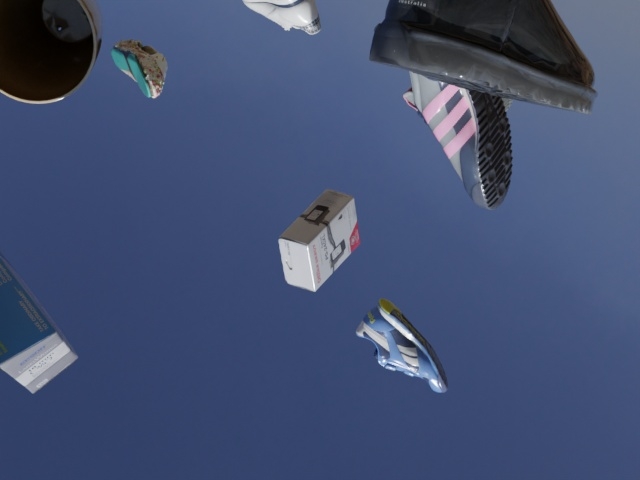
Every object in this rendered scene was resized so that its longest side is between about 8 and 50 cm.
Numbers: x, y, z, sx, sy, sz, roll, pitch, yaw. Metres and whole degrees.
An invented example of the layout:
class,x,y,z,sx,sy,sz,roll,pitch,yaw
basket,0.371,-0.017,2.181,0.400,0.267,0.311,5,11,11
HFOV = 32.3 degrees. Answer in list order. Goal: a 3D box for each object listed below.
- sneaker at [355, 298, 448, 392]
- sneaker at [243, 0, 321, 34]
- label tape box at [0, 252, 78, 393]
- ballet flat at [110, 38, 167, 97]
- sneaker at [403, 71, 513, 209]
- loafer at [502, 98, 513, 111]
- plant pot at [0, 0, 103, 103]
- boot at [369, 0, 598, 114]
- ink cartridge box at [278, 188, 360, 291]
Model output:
class,x,y,z,sx,sy,sz,roll,pitch,yaw
sneaker,0.103,0.139,1.370,0.144,0.059,0.053,48,-169,-10
sneaker,-0.081,-0.448,2.107,0.095,0.090,0.235,55,169,-33
label tape box,-0.515,0.097,1.746,0.106,0.334,0.240,-37,-101,-12
ballet flat,-0.352,-0.356,2.213,0.077,0.091,0.241,-24,-143,-17
sneaker,0.199,-0.193,1.664,0.131,0.319,0.112,4,-148,39
loafer,0.261,-0.290,1.989,0.251,0.094,0.087,29,-164,-47
plant pot,-0.507,-0.405,2.077,0.237,0.237,0.254,25,-158,-7
boot,0.233,-0.370,1.137,0.146,0.445,0.367,18,-172,34
ink cartridge box,0.000,0.000,1.916,0.063,0.109,0.150,17,-134,30
